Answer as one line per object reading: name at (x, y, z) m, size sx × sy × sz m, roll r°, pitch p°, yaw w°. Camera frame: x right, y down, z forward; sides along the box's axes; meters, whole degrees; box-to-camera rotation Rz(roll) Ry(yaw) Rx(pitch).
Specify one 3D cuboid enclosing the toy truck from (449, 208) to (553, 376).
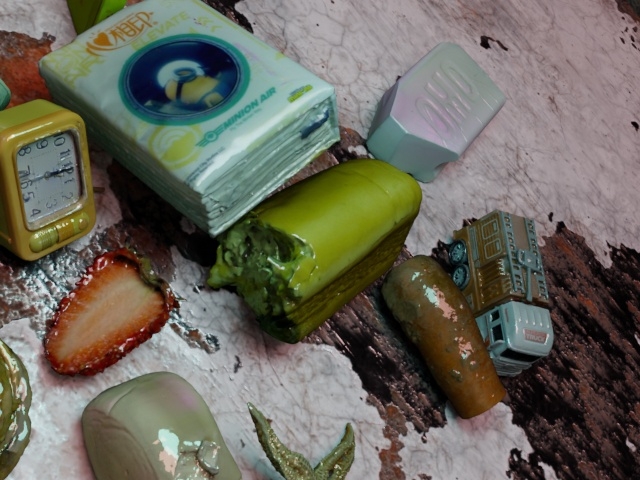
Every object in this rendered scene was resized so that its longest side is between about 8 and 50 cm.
toy truck at (0.362, 0.099, 1.605) m, size 0.136 × 0.162 × 0.305 m, roll 14°, pitch 58°, yaw -27°

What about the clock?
clock at (-0.406, -0.087, 1.173) m, size 0.096 × 0.202 × 0.143 m, roll 26°, pitch 40°, yaw 34°

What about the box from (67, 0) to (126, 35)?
box at (-0.415, -0.514, 1.425) m, size 0.047 × 0.187 × 0.335 m, roll -9°, pitch 69°, yaw -34°

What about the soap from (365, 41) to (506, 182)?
soap at (0.241, -0.275, 1.773) m, size 0.208 × 0.115 × 0.347 m, roll 46°, pitch 49°, yaw -2°

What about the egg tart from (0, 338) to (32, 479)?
egg tart at (-0.494, 0.202, 1.023) m, size 0.279 × 0.095 × 0.279 m, roll 16°, pitch 58°, yaw -27°

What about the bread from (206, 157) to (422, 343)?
bread at (0.000, 0.000, 1.378) m, size 0.208 × 0.251 × 0.376 m, roll 44°, pitch 49°, yaw 18°

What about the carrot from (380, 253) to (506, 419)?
carrot at (0.229, 0.168, 1.500) m, size 0.139 × 0.139 × 0.302 m, roll -29°, pitch 83°, yaw -41°

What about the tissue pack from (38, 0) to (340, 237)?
tissue pack at (-0.205, -0.217, 1.288) m, size 0.388 × 0.162 × 0.287 m, roll 37°, pitch 63°, yaw 25°

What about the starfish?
starfish at (0.004, 0.376, 1.228) m, size 0.358 × 0.078 × 0.347 m, roll 50°, pitch 22°, yaw 0°

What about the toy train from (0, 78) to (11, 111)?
toy train at (-0.572, -0.158, 1.152) m, size 0.237 × 0.150 × 0.369 m, roll 40°, pitch 49°, yaw -19°

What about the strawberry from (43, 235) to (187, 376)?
strawberry at (-0.316, 0.111, 1.215) m, size 0.208 × 0.087 × 0.167 m, roll -36°, pitch 65°, yaw -16°

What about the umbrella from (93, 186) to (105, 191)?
umbrella at (-0.420, -0.087, 1.285) m, size 0.165 × 0.025 × 0.027 m, roll 2°, pitch 85°, yaw -31°

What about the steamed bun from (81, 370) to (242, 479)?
steamed bun at (-0.209, 0.284, 1.119) m, size 0.170 × 0.152 × 0.239 m, roll -20°, pitch 71°, yaw -43°
